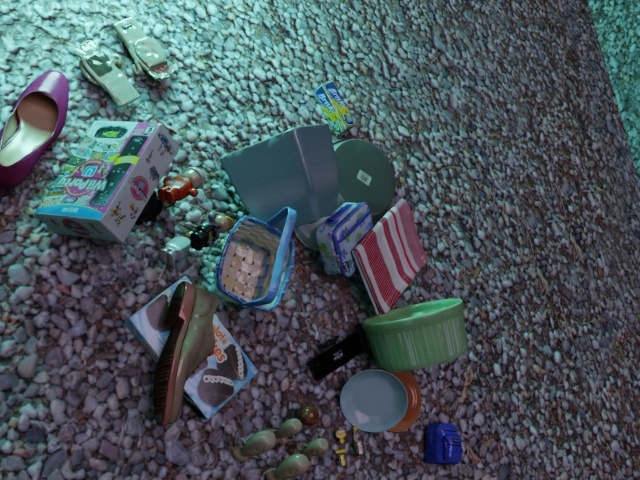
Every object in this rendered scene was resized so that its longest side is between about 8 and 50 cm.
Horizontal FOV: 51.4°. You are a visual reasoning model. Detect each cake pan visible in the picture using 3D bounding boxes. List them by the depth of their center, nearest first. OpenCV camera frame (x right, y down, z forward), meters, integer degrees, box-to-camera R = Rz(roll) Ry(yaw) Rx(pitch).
[{"bbox_3d":[0.126,-0.198,2.139,0.293,0.054,0.293,10,70,-29],"label":"cake pan"}]

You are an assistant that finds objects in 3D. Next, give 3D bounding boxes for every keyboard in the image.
[{"bbox_3d":[0.039,0.323,1.941,0.192,0.038,0.100,-26,112,-36],"label":"keyboard"}]

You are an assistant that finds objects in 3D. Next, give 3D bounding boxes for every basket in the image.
[{"bbox_3d":[-0.163,0.064,1.735,0.201,0.289,0.255,28,61,-26],"label":"basket"}]

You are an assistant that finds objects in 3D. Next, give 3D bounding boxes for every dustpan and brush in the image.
[{"bbox_3d":[0.000,0.000,2.005,0.147,0.060,0.211,-15,76,-24],"label":"dustpan and brush"}]

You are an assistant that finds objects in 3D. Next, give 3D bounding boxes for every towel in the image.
[{"bbox_3d":[0.223,0.046,2.050,0.329,0.037,0.237,-44,118,-45],"label":"towel"}]

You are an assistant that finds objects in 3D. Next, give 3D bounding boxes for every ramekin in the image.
[{"bbox_3d":[0.282,0.277,1.942,0.303,0.303,0.148,-13,89,-34],"label":"ramekin"}]

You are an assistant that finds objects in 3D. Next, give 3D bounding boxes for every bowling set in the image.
[{"bbox_3d":[-0.069,0.548,1.751,0.287,0.154,0.200,44,39,-11],"label":"bowling set"}]

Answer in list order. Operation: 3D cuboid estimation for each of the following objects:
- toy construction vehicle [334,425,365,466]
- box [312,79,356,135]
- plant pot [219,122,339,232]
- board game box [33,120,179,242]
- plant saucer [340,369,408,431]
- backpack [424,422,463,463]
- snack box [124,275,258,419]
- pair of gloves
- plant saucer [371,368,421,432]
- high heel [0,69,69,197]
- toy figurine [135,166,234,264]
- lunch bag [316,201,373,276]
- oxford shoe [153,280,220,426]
[{"bbox_3d":[0.077,0.580,1.877,0.085,0.035,0.098,-7,75,-21],"label":"toy construction vehicle"},{"bbox_3d":[0.045,-0.430,2.159,0.054,0.059,0.169,-30,92,-37],"label":"box"},{"bbox_3d":[-0.083,-0.162,1.854,0.248,0.247,0.252,-30,100,-65],"label":"plant pot"},{"bbox_3d":[-0.518,-0.151,1.628,0.097,0.223,0.304,60,44,-50],"label":"board game box"},{"bbox_3d":[0.153,0.454,1.911,0.194,0.037,0.195,1,102,3],"label":"plant saucer"},{"bbox_3d":[0.377,0.610,2.007,0.097,0.101,0.120,17,63,-33],"label":"backpack"},{"bbox_3d":[-0.327,0.274,1.708,0.187,0.060,0.322,-40,97,-33],"label":"snack box"},{"bbox_3d":[-0.539,-0.489,1.834,0.204,0.042,0.240,46,55,-7],"label":"pair of gloves"},{"bbox_3d":[0.228,0.472,1.997,0.199,0.037,0.200,10,69,-28],"label":"plant saucer"},{"bbox_3d":[-0.685,-0.281,1.593,0.127,0.181,0.378,23,64,-24],"label":"high heel"},{"bbox_3d":[-0.353,-0.063,1.714,0.210,0.213,0.148,55,40,-9],"label":"toy figurine"},{"bbox_3d":[0.079,-0.009,1.974,0.219,0.090,0.176,-42,126,-47],"label":"lunch bag"},{"bbox_3d":[-0.315,0.277,1.608,0.130,0.123,0.349,20,69,-28],"label":"oxford shoe"}]
